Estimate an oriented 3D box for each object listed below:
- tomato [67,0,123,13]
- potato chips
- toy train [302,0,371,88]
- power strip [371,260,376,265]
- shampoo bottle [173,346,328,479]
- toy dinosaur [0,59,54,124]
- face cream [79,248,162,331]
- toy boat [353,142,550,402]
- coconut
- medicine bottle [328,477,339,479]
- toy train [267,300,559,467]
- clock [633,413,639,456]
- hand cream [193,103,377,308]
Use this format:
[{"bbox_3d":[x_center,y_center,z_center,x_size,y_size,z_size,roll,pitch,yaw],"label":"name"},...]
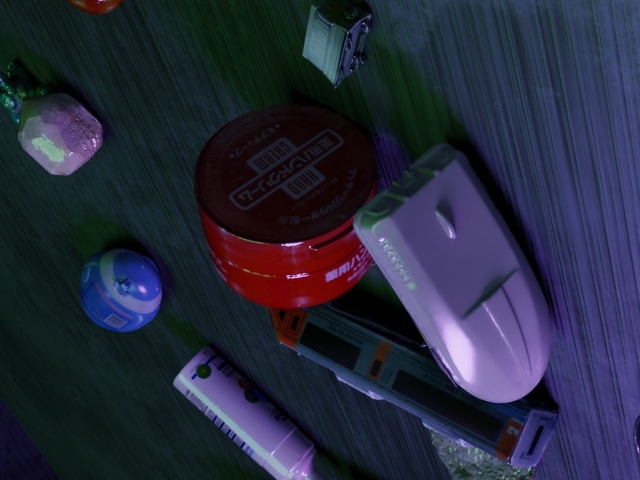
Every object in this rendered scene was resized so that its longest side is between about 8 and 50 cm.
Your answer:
[{"bbox_3d":[-0.257,-0.294,1.262,0.087,0.075,0.087,32,153,19],"label":"tomato"},{"bbox_3d":[0.164,0.247,1.451,0.228,0.059,0.167,45,148,13],"label":"potato chips"},{"bbox_3d":[0.014,-0.189,1.058,0.056,0.038,0.093,41,154,14],"label":"toy train"},{"bbox_3d":[0.000,0.000,1.355,0.092,0.034,0.268,51,154,-11],"label":"power strip"},{"bbox_3d":[-0.109,0.310,1.901,0.303,0.092,0.092,41,154,9],"label":"shampoo bottle"},{"bbox_3d":[-0.440,-0.209,1.679,0.096,0.059,0.132,41,146,-3],"label":"toy dinosaur"},{"bbox_3d":[-0.336,0.080,1.908,0.149,0.083,0.264,47,154,-6],"label":"face cream"},{"bbox_3d":[0.131,0.041,1.117,0.141,0.141,0.269,15,143,46],"label":"toy boat"},{"bbox_3d":[-0.373,-0.159,1.606,0.124,0.110,0.110,47,154,-10],"label":"coconut"},{"bbox_3d":[0.085,0.462,1.800,0.212,0.122,0.122,29,150,30],"label":"medicine bottle"},{"bbox_3d":[0.087,0.154,1.368,0.409,0.089,0.086,23,-178,36],"label":"toy train"},{"bbox_3d":[0.392,0.214,1.087,0.184,0.040,0.184,35,152,22],"label":"clock"},{"bbox_3d":[-0.032,-0.035,1.178,0.193,0.193,0.125,32,153,25],"label":"hand cream"}]
